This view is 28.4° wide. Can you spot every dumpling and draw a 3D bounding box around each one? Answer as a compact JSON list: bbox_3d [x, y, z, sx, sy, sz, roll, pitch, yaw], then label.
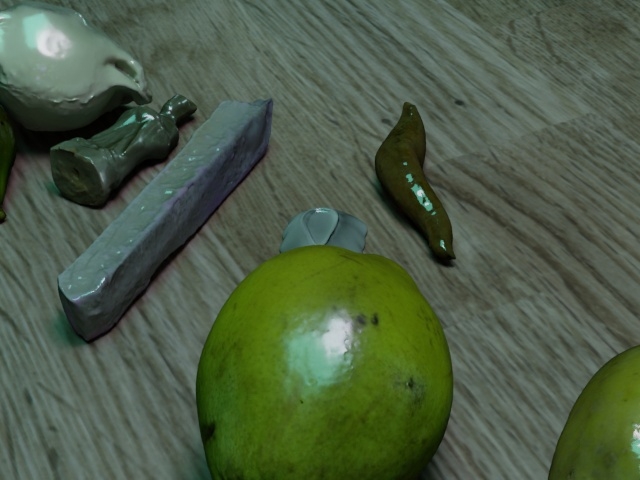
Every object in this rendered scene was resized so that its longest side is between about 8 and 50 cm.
[{"bbox_3d":[-0.329,-0.201,1.525,0.258,0.193,0.147,13,74,-14],"label":"dumpling"}]

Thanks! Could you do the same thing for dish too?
[{"bbox_3d":[0.000,0.000,1.325,0.091,0.039,0.137,2,36,7],"label":"dish"}]

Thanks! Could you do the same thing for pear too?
[{"bbox_3d":[0.003,0.121,1.032,0.212,0.212,0.269,9,39,17],"label":"pear"}]

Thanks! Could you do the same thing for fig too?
[{"bbox_3d":[-0.397,-0.097,1.444,0.117,0.117,0.177,-20,51,-21],"label":"fig"}]

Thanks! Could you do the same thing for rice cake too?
[{"bbox_3d":[-0.161,-0.037,1.364,0.064,0.070,0.399,13,40,22],"label":"rice cake"}]

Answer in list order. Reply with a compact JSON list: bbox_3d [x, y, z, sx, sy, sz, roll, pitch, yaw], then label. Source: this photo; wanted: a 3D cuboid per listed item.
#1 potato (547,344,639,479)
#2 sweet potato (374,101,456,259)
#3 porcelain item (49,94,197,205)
[{"bbox_3d":[0.251,0.179,0.950,0.148,0.197,0.228,21,10,22],"label":"potato"},{"bbox_3d":[0.097,-0.064,1.390,0.069,0.059,0.249,3,40,-12],"label":"sweet potato"},{"bbox_3d":[-0.216,-0.119,1.489,0.081,0.069,0.215,16,36,31],"label":"porcelain item"}]
